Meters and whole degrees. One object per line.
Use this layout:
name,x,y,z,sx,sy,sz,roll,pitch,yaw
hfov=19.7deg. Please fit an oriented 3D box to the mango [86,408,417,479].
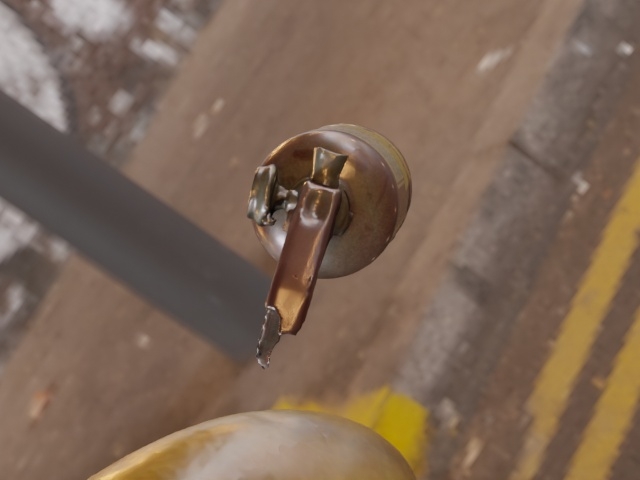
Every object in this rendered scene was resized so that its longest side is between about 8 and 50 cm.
mango,-0.078,0.286,1.061,0.445,0.301,0.220,-50,15,-23

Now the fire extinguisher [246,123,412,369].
fire extinguisher,0.007,-0.003,0.924,0.252,0.075,0.106,-50,-47,-83
